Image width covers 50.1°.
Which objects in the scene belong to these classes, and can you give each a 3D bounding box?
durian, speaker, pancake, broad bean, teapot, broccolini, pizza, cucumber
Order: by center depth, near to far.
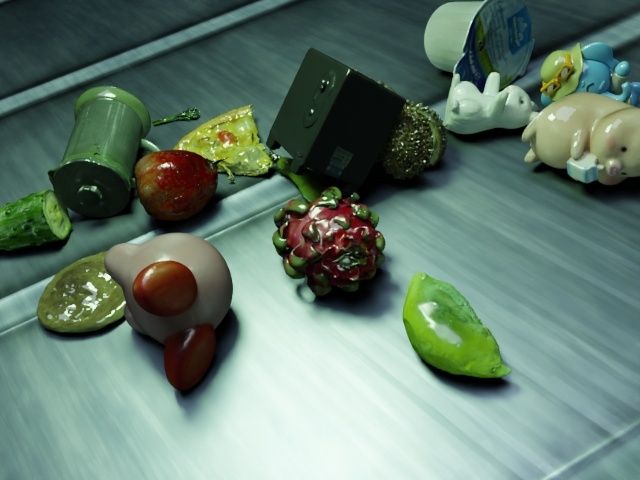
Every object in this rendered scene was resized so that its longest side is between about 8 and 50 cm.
[{"bbox_3d":[0.229,0.157,1.234,0.139,0.101,0.250,-21,44,-9],"label":"durian"},{"bbox_3d":[-0.504,0.111,1.500,0.242,0.050,0.242,-7,45,7],"label":"pancake"},{"bbox_3d":[0.024,-0.273,1.562,0.184,0.254,0.232,19,18,-31],"label":"speaker"},{"bbox_3d":[0.196,-0.243,1.600,0.196,0.167,0.196,28,31,-19],"label":"durian"},{"bbox_3d":[-0.034,-0.138,1.636,0.325,0.075,0.067,41,110,42],"label":"broad bean"},{"bbox_3d":[-0.743,-0.038,1.665,0.244,0.134,0.134,-12,43,6],"label":"cucumber"},{"bbox_3d":[-0.532,-0.211,1.757,0.270,0.200,0.337,16,42,-18],"label":"teapot"},{"bbox_3d":[-0.218,-0.251,1.786,0.288,0.075,0.280,28,58,35],"label":"pizza"},{"bbox_3d":[-0.416,-0.350,1.978,0.140,0.030,0.035,-16,79,4],"label":"broccolini"}]

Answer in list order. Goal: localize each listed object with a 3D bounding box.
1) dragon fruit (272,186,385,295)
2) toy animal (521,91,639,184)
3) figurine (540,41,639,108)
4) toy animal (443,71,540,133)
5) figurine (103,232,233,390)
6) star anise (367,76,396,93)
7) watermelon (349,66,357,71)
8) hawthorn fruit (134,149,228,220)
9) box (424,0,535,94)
[{"bbox_3d":[0.000,0.001,1.397,0.273,0.218,0.198,1,8,21],"label":"dragon fruit"},{"bbox_3d":[0.600,-0.218,1.469,0.213,0.195,0.256,-42,53,-17],"label":"toy animal"},{"bbox_3d":[0.642,-0.365,1.596,0.262,0.180,0.153,13,79,0],"label":"figurine"},{"bbox_3d":[0.440,-0.329,1.659,0.282,0.138,0.140,-3,40,9],"label":"toy animal"},{"bbox_3d":[-0.269,0.100,1.332,0.211,0.269,0.261,-27,34,-24],"label":"figurine"},{"bbox_3d":[0.095,-0.347,1.771,0.198,0.110,0.257,-37,37,11],"label":"star anise"},{"bbox_3d":[0.040,-0.450,1.913,0.125,0.094,0.135,0,45,5],"label":"watermelon"},{"bbox_3d":[-0.322,-0.140,1.622,0.235,0.181,0.181,-21,44,-2],"label":"hawthorn fruit"},{"bbox_3d":[0.391,-0.516,1.823,0.291,0.262,0.206,-42,37,-15],"label":"box"}]
